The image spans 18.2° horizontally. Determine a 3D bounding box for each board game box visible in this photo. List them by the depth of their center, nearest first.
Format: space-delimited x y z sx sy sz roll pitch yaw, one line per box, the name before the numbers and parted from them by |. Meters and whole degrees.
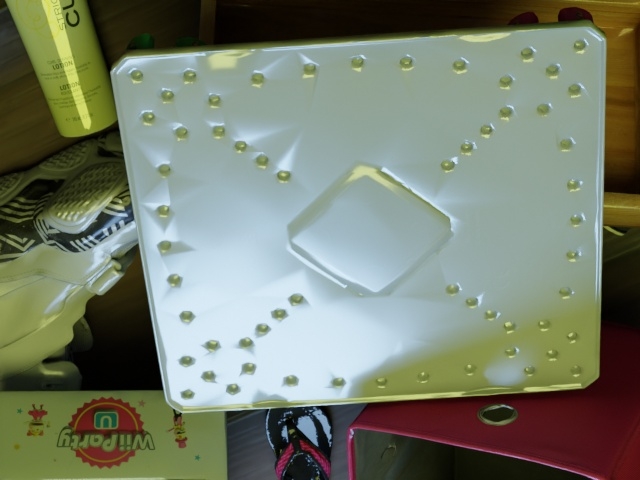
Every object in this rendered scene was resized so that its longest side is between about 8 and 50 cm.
board game box | 0.042 -0.019 1.692 0.390 0.050 0.390 -3 129 2
board game box | -0.200 0.246 1.939 0.224 0.097 0.303 0 154 -3

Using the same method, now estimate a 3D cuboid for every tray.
tray | 0.095 -0.125 1.772 0.411 0.076 0.203 3 75 -3

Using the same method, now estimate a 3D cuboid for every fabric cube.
fabric cube | 0.195 0.232 1.889 0.254 0.258 0.259 11 122 24

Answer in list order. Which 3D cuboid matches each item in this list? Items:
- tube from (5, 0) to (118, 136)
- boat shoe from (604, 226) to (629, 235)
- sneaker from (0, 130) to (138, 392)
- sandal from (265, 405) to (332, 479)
tube | -0.245 -0.210 1.787 0.070 0.062 0.240 -32 118 -31
boat shoe | 0.260 -0.059 1.892 0.042 0.049 0.133 -32 111 24
sneaker | -0.232 0.036 1.885 0.366 0.137 0.210 -19 120 14
sandal | -0.017 0.235 2.053 0.067 0.040 0.179 -6 119 2
